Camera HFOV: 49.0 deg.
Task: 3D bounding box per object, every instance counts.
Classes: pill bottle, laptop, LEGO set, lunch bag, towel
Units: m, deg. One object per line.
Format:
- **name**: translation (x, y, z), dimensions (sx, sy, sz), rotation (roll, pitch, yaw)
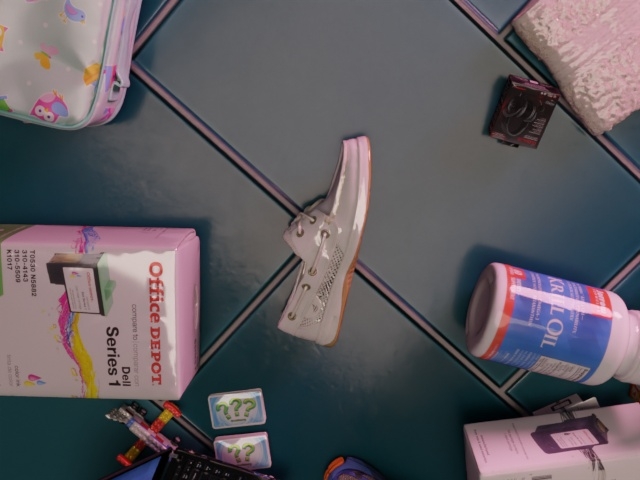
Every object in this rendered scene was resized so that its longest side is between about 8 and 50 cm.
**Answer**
- **pill bottle**: translation (0.306, 0.111, 0.884), dimensions (0.222, 0.124, 0.124), rotation (13, 101, -2)
- **laptop**: translation (-0.205, 0.409, 0.926), dimensions (0.265, 0.136, 0.234), rotation (21, 111, -8)
- **LEGO set**: translation (-0.192, 0.309, 0.974), dimensions (0.245, 0.060, 0.182), rotation (-6, 97, 3)
- **lunch bag**: translation (-0.325, -0.271, 0.834), dimensions (0.224, 0.108, 0.279), rotation (14, 102, -4)
- **towel**: translation (0.397, -0.277, 0.841), dimensions (0.282, 0.049, 0.187), rotation (-37, 97, 9)

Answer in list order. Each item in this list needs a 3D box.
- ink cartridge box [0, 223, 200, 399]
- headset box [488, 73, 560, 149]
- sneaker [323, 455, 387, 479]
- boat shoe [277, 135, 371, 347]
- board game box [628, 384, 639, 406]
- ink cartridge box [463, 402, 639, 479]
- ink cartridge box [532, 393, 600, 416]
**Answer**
- **ink cartridge box**: translation (-0.303, 0.088, 0.900), dimensions (0.278, 0.117, 0.201), rotation (1, 101, 1)
- **headset box**: translation (0.249, -0.155, 0.868), dimensions (0.062, 0.032, 0.083), rotation (16, 121, 0)
- **sneaker**: translation (0.105, 0.381, 0.962), dimensions (0.221, 0.087, 0.083), rotation (22, 102, -3)
- **boat shoe**: translation (0.000, 0.000, 0.883), dimensions (0.096, 0.098, 0.276), rotation (11, 103, -1)
- **board game box**: translation (0.507, 0.135, 0.922), dimensions (0.147, 0.045, 0.193), rotation (9, 102, -1)
- **ink cartridge box**: translation (0.317, 0.320, 0.913), dimensions (0.237, 0.100, 0.171), rotation (-8, 114, 2)
- **ink cartridge box**: translation (0.340, 0.243, 0.957), dimensions (0.083, 0.028, 0.048), rotation (-25, 100, 7)
